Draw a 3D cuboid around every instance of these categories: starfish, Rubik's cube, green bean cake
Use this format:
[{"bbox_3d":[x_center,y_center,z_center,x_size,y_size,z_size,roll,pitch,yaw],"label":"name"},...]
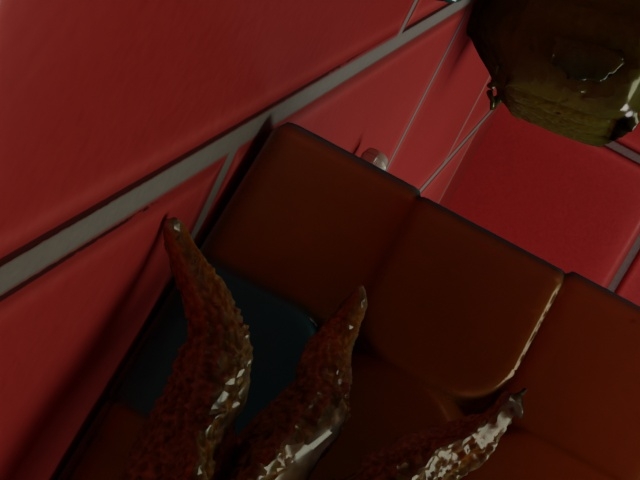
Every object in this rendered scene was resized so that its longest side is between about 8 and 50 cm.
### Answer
[{"bbox_3d":[-0.018,0.147,0.735,0.294,0.301,0.084,-63,-163,-20],"label":"starfish"},{"bbox_3d":[0.030,0.143,0.944,0.291,0.291,0.290,-61,173,-10],"label":"Rubik's cube"},{"bbox_3d":[0.280,-0.269,1.652,0.310,0.202,0.285,65,42,-83],"label":"green bean cake"}]

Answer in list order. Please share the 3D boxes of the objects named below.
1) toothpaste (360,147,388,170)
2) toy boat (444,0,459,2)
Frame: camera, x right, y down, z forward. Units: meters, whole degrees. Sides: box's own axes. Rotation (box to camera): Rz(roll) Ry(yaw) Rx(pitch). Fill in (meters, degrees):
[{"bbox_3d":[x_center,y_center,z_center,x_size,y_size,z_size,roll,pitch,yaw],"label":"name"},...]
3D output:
[{"bbox_3d":[0.000,0.000,1.271,0.190,0.031,0.048,-56,176,-17],"label":"toothpaste"},{"bbox_3d":[0.084,-0.205,0.896,0.175,0.091,0.110,-46,130,-56],"label":"toy boat"}]
